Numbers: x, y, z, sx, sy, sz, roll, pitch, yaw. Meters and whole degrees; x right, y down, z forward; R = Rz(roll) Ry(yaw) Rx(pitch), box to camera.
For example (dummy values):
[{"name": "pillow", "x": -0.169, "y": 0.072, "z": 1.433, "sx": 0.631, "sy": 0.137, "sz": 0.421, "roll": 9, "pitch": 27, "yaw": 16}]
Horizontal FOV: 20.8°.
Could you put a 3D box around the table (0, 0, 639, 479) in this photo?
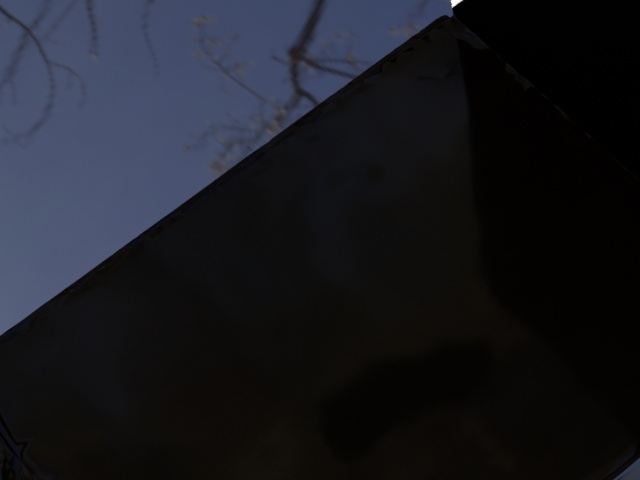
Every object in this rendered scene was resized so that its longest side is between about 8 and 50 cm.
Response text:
[{"name": "table", "x": 0.000, "y": 0.000, "z": 0.520, "sx": 0.250, "sy": 0.196, "sz": 0.282, "roll": -35, "pitch": -32, "yaw": -11}]
